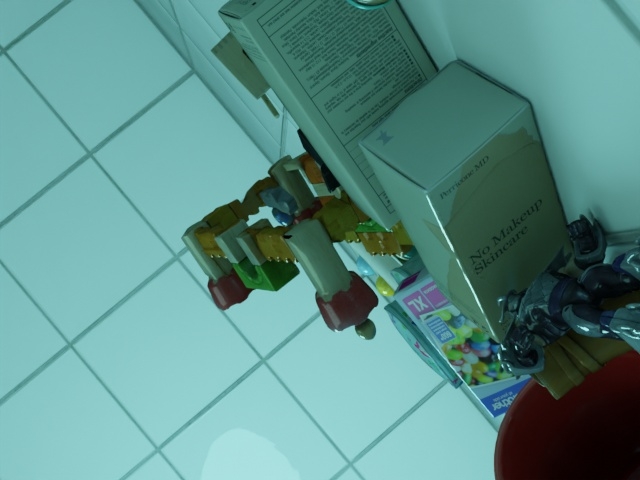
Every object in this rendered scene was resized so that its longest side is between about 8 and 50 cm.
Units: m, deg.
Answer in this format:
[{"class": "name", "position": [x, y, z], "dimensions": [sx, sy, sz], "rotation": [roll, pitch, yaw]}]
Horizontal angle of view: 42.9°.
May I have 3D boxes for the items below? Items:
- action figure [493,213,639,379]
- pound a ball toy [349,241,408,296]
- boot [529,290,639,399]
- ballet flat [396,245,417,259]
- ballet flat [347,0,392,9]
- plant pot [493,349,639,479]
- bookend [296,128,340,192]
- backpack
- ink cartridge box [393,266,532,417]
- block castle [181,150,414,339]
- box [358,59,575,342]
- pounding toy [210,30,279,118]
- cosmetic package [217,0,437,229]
[{"class": "action figure", "position": [0.259, 0.056, 0.799], "dimensions": [0.099, 0.185, 0.285], "rotation": [29, 164, -16]}, {"class": "pound a ball toy", "position": [0.205, 0.103, 1.774], "dimensions": [0.319, 0.136, 0.208], "rotation": [47, 174, 40]}, {"class": "boot", "position": [0.300, 0.111, 0.855], "dimensions": [0.073, 0.152, 0.197], "rotation": [51, 175, -11]}, {"class": "ballet flat", "position": [0.090, -0.090, 1.580], "dimensions": [0.316, 0.108, 0.106], "rotation": [52, -172, -13]}, {"class": "ballet flat", "position": [-0.035, -0.354, 0.724], "dimensions": [0.342, 0.116, 0.124], "rotation": [48, 155, 14]}, {"class": "plant pot", "position": [0.390, 0.299, 0.988], "dimensions": [0.243, 0.275, 0.275], "rotation": [43, 180, -32]}, {"class": "bookend", "position": [0.021, -0.180, 1.154], "dimensions": [0.156, 0.157, 0.072], "rotation": [48, 174, 20]}, {"class": "backpack", "position": [0.234, 0.129, 1.496], "dimensions": [0.225, 0.191, 0.253], "rotation": [46, 169, 47]}, {"class": "ink cartridge box", "position": [0.279, 0.152, 1.260], "dimensions": [0.311, 0.186, 0.065], "rotation": [49, -142, -6]}, {"class": "block castle", "position": [0.000, 0.000, 1.351], "dimensions": [0.453, 0.303, 0.212], "rotation": [0, 126, 58]}, {"class": "box", "position": [0.179, -0.033, 0.923], "dimensions": [0.121, 0.148, 0.311], "rotation": [44, 174, 42]}, {"class": "pounding toy", "position": [-0.117, -0.341, 1.631], "dimensions": [0.181, 0.094, 0.206], "rotation": [46, -175, -10]}, {"class": "cosmetic package", "position": [0.040, -0.184, 0.952], "dimensions": [0.309, 0.160, 0.113], "rotation": [54, 175, -29]}]
